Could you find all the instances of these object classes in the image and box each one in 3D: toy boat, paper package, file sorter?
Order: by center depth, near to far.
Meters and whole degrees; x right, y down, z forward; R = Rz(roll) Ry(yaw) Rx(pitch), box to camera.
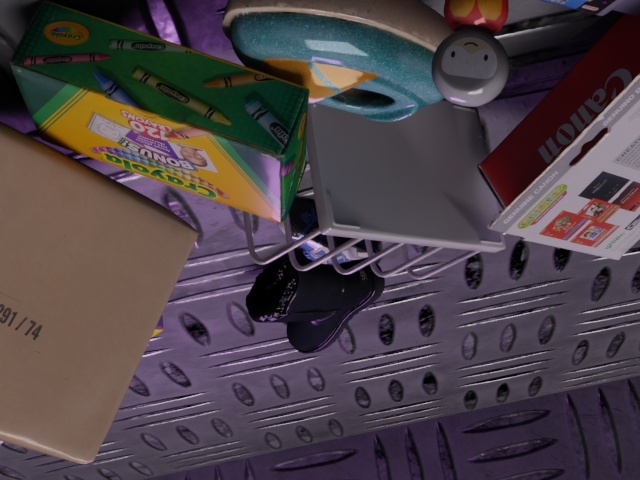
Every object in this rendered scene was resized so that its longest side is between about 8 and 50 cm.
[{"bbox_3d":[0.056,-0.182,1.209,0.267,0.148,0.318,13,169,-36],"label":"toy boat"},{"bbox_3d":[-0.346,0.046,1.370,0.325,0.309,0.168,29,173,-40],"label":"paper package"},{"bbox_3d":[0.054,-0.063,1.555,0.278,0.192,0.173,6,156,-38],"label":"file sorter"}]

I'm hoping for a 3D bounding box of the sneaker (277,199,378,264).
[{"bbox_3d":[0.000,0.000,1.836,0.081,0.080,0.211,-27,153,27],"label":"sneaker"}]

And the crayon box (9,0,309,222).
[{"bbox_3d":[-0.153,-0.125,1.266,0.278,0.081,0.165,19,159,6],"label":"crayon box"}]

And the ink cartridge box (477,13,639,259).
[{"bbox_3d":[0.349,-0.135,1.492,0.272,0.130,0.309,10,133,-43],"label":"ink cartridge box"}]

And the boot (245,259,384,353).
[{"bbox_3d":[-0.041,0.106,2.062,0.207,0.094,0.246,2,149,-40],"label":"boot"}]

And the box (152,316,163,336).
[{"bbox_3d":[-0.388,0.116,1.881,0.214,0.117,0.243,6,152,-38],"label":"box"}]

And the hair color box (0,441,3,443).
[{"bbox_3d":[-0.609,0.296,1.972,0.185,0.110,0.339,-4,168,-23],"label":"hair color box"}]

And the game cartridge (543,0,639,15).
[{"bbox_3d":[0.261,-0.311,1.209,0.355,0.068,0.230,5,150,-36],"label":"game cartridge"}]
